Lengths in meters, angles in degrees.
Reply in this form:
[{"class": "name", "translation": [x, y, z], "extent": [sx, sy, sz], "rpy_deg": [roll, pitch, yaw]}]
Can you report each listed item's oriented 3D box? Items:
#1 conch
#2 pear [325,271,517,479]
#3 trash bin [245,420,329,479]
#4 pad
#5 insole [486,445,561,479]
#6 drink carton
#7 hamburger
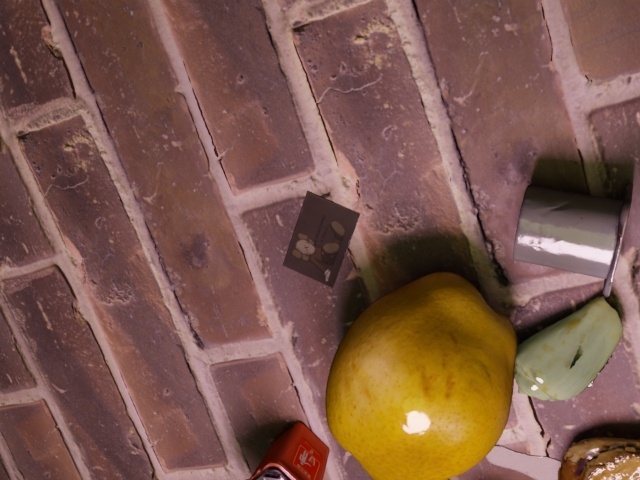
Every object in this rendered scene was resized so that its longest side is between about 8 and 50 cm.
[{"class": "conch", "translation": [0.501, 0.233, 1.410], "extent": [0.250, 0.137, 0.143], "rpy_deg": [-31, 70, 6]}, {"class": "pear", "translation": [0.200, 0.275, 1.385], "extent": [0.362, 0.362, 0.418], "rpy_deg": [36, 89, 3]}, {"class": "trash bin", "translation": [-0.084, 0.556, 1.635], "extent": [0.161, 0.239, 0.184], "rpy_deg": [44, 113, -4]}, {"class": "pad", "translation": [0.000, 0.000, 1.540], "extent": [0.127, 0.004, 0.190], "rpy_deg": [23, 114, 9]}, {"class": "insole", "translation": [0.467, 0.501, 1.563], "extent": [0.197, 0.004, 0.065], "rpy_deg": [12, 112, 14]}, {"class": "drink carton", "translation": [0.460, -0.012, 1.291], "extent": [0.189, 0.185, 0.191], "rpy_deg": [10, 113, 17]}, {"class": "hamburger", "translation": [0.638, 0.522, 1.447], "extent": [0.284, 0.134, 0.266], "rpy_deg": [0, 102, 12]}]
